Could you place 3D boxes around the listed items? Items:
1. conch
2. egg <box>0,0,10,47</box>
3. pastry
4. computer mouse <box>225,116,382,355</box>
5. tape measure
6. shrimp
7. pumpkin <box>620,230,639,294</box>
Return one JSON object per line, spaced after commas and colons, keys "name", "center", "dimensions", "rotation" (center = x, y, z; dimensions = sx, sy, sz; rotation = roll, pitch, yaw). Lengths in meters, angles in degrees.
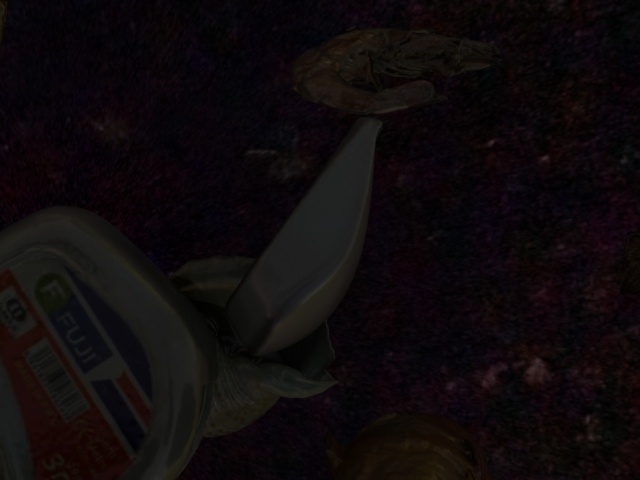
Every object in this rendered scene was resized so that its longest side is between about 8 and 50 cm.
{"name": "conch", "center": [-0.088, 0.103, 0.815], "dimensions": [0.200, 0.131, 0.172], "rotation": [7, 84, -12]}
{"name": "egg", "center": [-0.609, -0.378, 1.275], "dimensions": [0.286, 0.264, 0.174], "rotation": [47, 42, 12]}
{"name": "pastry", "center": [0.069, 0.219, 0.522], "dimensions": [0.100, 0.229, 0.218], "rotation": [-12, 69, 14]}
{"name": "computer mouse", "center": [0.000, 0.000, 0.716], "dimensions": [0.079, 0.128, 0.231], "rotation": [33, 64, -5]}
{"name": "tape measure", "center": [-0.202, 0.116, 0.649], "dimensions": [0.246, 0.125, 0.243], "rotation": [-33, 89, -3]}
{"name": "shrimp", "center": [0.125, -0.282, 1.417], "dimensions": [0.360, 0.247, 0.085], "rotation": [-3, 131, 4]}
{"name": "pumpkin", "center": [0.400, 0.033, 1.019], "dimensions": [0.101, 0.073, 0.035], "rotation": [-62, 141, -35]}
